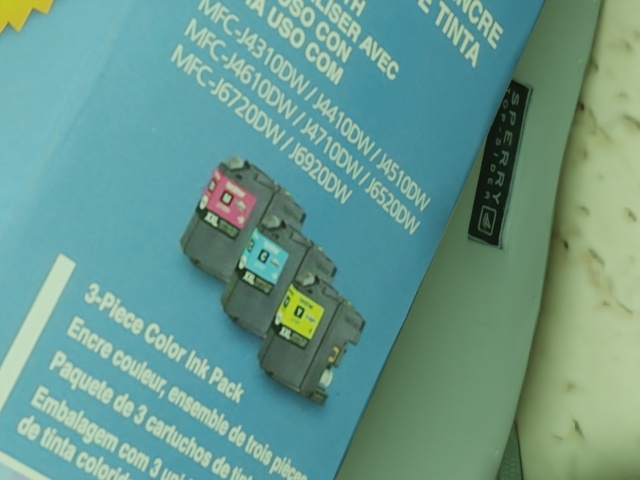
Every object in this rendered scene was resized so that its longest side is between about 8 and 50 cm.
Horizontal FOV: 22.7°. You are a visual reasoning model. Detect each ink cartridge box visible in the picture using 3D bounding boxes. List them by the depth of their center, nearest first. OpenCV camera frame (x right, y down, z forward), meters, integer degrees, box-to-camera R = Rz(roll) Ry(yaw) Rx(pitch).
[{"bbox_3d":[-0.091,-0.050,0.541,0.270,0.396,0.151,6,152,44],"label":"ink cartridge box"}]

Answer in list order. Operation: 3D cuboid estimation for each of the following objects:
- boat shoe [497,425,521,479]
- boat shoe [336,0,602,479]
[{"bbox_3d":[0.046,0.099,0.746,0.075,0.083,0.226,10,100,38],"label":"boat shoe"},{"bbox_3d":[-0.005,-0.004,0.645,0.156,0.135,0.367,10,84,40],"label":"boat shoe"}]
